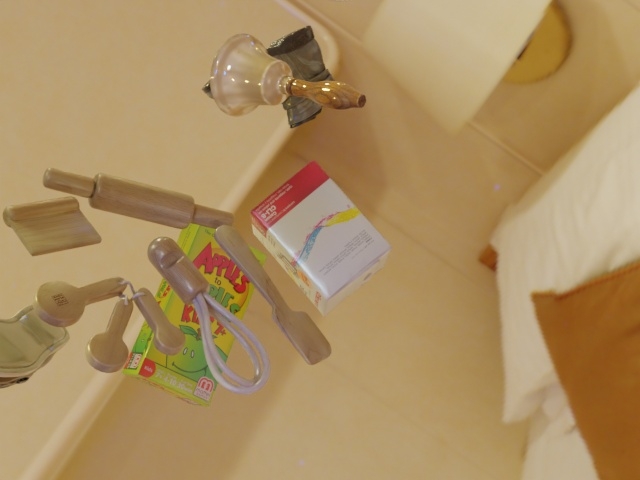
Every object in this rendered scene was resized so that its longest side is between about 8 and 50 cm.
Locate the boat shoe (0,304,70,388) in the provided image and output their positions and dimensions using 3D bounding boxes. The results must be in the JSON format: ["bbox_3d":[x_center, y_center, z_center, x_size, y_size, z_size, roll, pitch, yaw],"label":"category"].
[{"bbox_3d":[-0.507,0.181,1.542,0.113,0.127,0.340,-45,2,8],"label":"boat shoe"}]

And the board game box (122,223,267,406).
[{"bbox_3d":[-0.135,0.079,1.083,0.043,0.092,0.181,-9,56,56],"label":"board game box"}]

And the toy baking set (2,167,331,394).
[{"bbox_3d":[-0.119,0.031,0.774,0.030,0.256,0.197,-54,37,38],"label":"toy baking set"}]

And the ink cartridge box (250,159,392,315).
[{"bbox_3d":[0.000,0.000,1.474,0.127,0.176,0.128,-40,-11,-11],"label":"ink cartridge box"}]

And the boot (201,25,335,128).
[{"bbox_3d":[-0.078,-0.272,1.803,0.246,0.161,0.083,-31,14,-19],"label":"boot"}]

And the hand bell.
[{"bbox_3d":[-0.031,-0.222,1.434,0.126,0.242,0.126,-23,-59,-45],"label":"hand bell"}]
